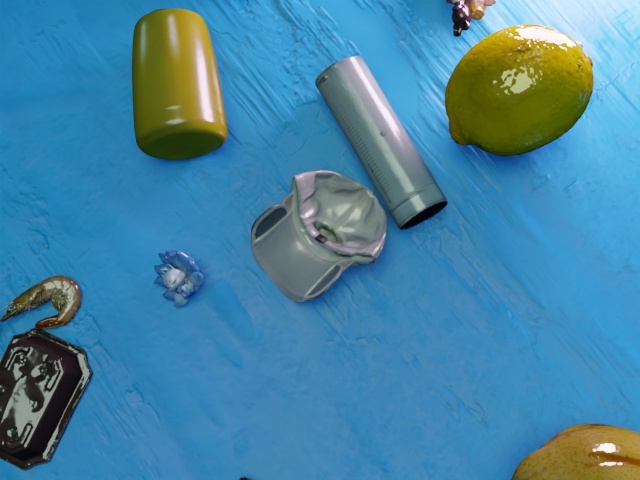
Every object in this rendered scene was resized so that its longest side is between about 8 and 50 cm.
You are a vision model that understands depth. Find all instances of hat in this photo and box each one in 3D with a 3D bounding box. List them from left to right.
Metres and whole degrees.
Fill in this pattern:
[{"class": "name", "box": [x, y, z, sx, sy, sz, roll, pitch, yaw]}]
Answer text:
[{"class": "hat", "box": [0.000, 0.000, 1.897, 0.219, 0.164, 0.226, 50, 126, 12]}]

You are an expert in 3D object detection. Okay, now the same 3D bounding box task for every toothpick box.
[{"class": "toothpick box", "box": [-0.278, -0.307, 1.933, 0.175, 0.175, 0.271, -9, 75, 3]}]

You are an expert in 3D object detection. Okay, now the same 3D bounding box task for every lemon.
[{"class": "lemon", "box": [0.363, -0.276, 1.840, 0.263, 0.236, 0.236, -37, 77, -19]}]

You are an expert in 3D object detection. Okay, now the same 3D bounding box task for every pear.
[{"class": "pear", "box": [0.471, 0.454, 1.658, 0.314, 0.314, 0.314, -1, 79, 5]}]

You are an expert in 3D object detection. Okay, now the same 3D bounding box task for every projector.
[{"class": "projector", "box": [0.113, -0.186, 1.906, 0.108, 0.108, 0.337, -29, 77, -1]}]

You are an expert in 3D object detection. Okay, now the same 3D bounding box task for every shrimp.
[{"class": "shrimp", "box": [-0.536, 0.132, 1.941, 0.162, 0.045, 0.095, -30, 98, -6]}]

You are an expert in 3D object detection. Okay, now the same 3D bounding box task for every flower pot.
[{"class": "flower pot", "box": [-0.554, 0.293, 1.881, 0.179, 0.084, 0.251, 24, 82, 10]}]

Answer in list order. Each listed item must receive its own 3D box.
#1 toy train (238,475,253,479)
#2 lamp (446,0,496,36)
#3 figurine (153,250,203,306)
[{"class": "toy train", "box": [-0.117, 0.460, 1.823, 0.083, 0.053, 0.033, 32, 83, 12]}, {"class": "lamp", "box": [0.284, -0.512, 1.955, 0.118, 0.118, 0.253, -10, 77, 3]}, {"class": "figurine", "box": [-0.274, 0.062, 1.904, 0.114, 0.079, 0.114, 16, 121, 28]}]
